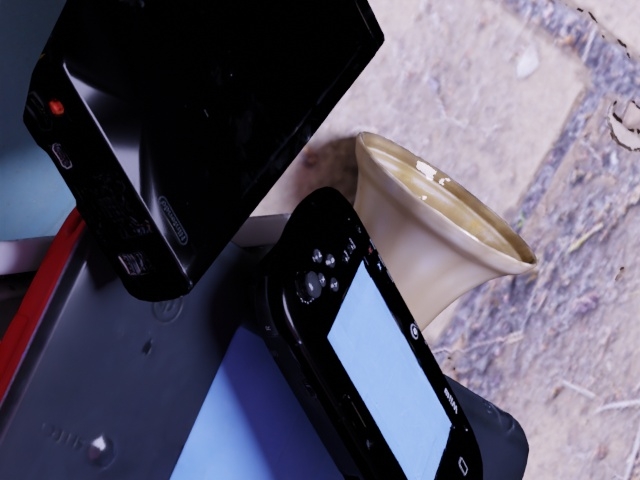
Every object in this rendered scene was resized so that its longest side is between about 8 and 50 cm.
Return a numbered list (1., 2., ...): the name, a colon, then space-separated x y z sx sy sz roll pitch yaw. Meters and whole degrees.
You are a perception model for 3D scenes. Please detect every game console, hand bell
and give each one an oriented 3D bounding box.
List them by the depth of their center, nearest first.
1. game console: 0.000 0.000 0.760 0.361 0.044 0.213 62 40 -25
2. game console: -0.054 0.193 0.802 0.386 0.060 0.342 34 81 -46
3. hand bell: 0.004 0.069 0.926 0.126 0.126 0.242 26 106 -39

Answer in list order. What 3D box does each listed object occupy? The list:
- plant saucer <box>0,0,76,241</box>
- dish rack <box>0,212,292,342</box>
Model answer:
1. plant saucer: -0.201 -0.064 0.728 0.317 0.044 0.317 -19 129 -26
2. dish rack: -0.127 0.123 0.795 0.333 0.072 0.285 -7 109 -42
